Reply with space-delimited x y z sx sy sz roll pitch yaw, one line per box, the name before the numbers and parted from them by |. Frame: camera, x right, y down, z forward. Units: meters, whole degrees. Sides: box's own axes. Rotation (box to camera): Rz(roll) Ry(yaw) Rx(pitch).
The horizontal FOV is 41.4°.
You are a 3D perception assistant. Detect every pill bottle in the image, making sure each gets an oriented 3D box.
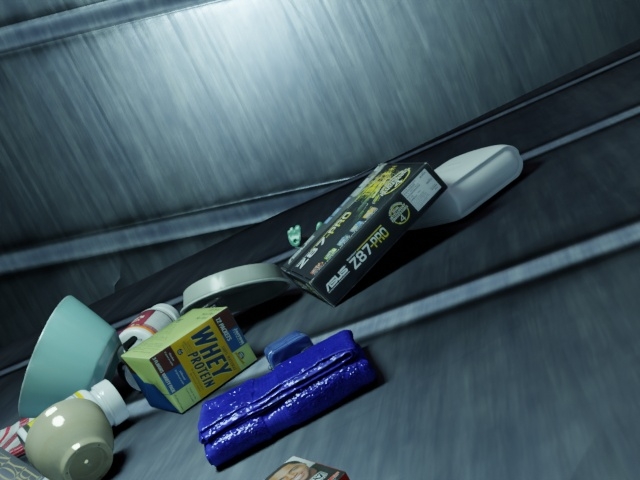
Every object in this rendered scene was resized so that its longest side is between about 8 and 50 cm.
pill bottle | -0.517 0.391 1.787 0.208 0.119 0.119 -32 11 -28
pill bottle | -0.460 0.255 2.299 0.121 0.121 0.221 -25 11 15

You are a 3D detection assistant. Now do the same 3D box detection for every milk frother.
milk frother | -0.444 0.319 2.074 0.135 0.129 0.143 -62 -7 -73

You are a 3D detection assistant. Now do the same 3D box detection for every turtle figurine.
turtle figurine | 0.000 0.000 2.344 0.175 0.118 0.234 -25 -13 11

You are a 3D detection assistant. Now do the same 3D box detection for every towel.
towel | -0.066 0.252 1.451 0.308 0.076 0.227 -28 11 -2
towel | -0.770 0.499 2.131 0.329 0.037 0.237 -25 11 12

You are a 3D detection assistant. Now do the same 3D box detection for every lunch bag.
lunch bag | -0.058 0.219 1.612 0.098 0.067 0.065 -31 11 -15

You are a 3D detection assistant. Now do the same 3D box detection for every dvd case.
dvd case | -0.640 0.449 1.606 0.018 0.221 0.164 -59 -3 23

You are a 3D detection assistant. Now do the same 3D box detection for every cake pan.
cake pan | -0.222 0.129 2.169 0.293 0.054 0.293 -17 -15 -5

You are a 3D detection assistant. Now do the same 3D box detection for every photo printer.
photo printer | 0.366 -0.148 2.227 0.307 0.107 0.256 -34 12 -32

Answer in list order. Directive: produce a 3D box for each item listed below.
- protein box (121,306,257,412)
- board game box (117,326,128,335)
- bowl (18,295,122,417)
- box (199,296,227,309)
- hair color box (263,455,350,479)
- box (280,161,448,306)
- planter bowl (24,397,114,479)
protein box | -0.286 0.253 1.830 0.201 0.136 0.200 -34 11 -28
board game box | -0.687 0.352 2.614 0.347 0.056 0.208 -26 6 9
bowl | -0.591 0.307 2.063 0.311 0.163 0.311 -160 90 -87
box | -0.270 0.221 2.004 0.029 0.116 0.162 -11 19 44
hair color box | -0.019 0.322 1.082 0.072 0.043 0.141 -34 12 -28
box | 0.097 -0.026 2.074 0.395 0.097 0.318 -46 12 -7
planter bowl | -0.454 0.392 1.587 0.162 0.162 0.109 -32 38 -25
